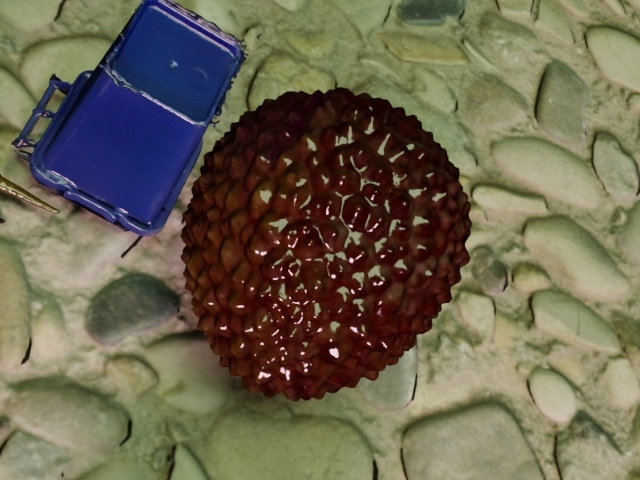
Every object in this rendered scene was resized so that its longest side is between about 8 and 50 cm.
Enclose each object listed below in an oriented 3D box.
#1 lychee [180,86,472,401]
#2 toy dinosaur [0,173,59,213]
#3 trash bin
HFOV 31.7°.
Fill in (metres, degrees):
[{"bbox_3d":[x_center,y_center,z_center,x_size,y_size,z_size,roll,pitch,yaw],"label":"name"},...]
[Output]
[{"bbox_3d":[0.000,0.000,1.150,0.306,0.306,0.330,33,49,-10],"label":"lychee"},{"bbox_3d":[-0.359,-0.080,1.163,0.162,0.039,0.126,-3,67,-30],"label":"toy dinosaur"},{"bbox_3d":[-0.192,-0.133,1.154,0.184,0.234,0.163,29,57,-13],"label":"trash bin"}]
